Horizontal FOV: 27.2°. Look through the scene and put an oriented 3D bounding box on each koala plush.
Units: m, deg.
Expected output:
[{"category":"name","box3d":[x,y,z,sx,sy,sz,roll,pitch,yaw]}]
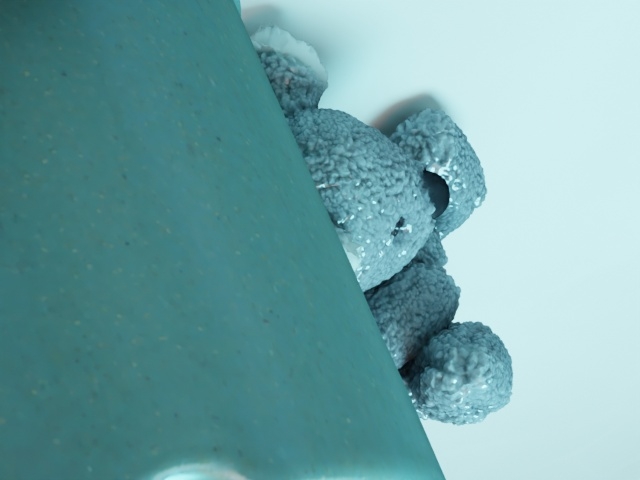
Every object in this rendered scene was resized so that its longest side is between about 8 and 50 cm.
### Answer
[{"category":"koala plush","box3d":[0.000,0.000,0.757,0.203,0.196,0.221,-8,157,5]}]

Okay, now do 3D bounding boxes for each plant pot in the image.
[{"category":"plant pot","box3d":[-0.135,0.019,0.482,0.341,0.334,0.341,-22,150,-14]}]
